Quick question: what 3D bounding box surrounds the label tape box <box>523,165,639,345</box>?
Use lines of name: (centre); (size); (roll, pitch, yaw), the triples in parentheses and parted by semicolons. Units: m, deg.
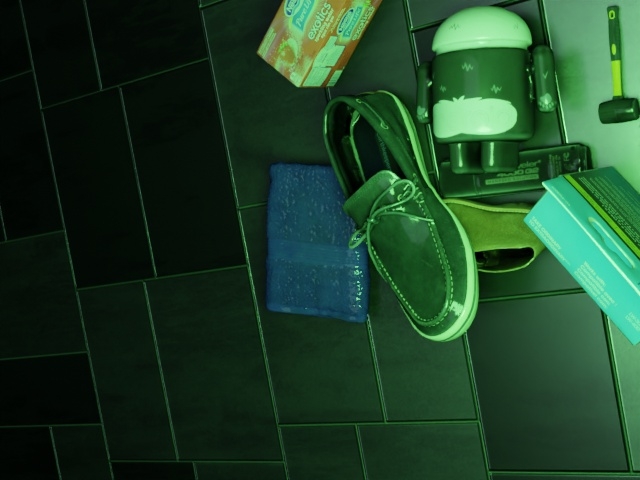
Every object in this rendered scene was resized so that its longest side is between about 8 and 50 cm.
label tape box: (0.437, 0.021, 1.436); (0.249, 0.347, 0.115); (52, 121, 16)

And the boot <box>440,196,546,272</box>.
boot: (0.252, -0.003, 1.682); (0.305, 0.115, 0.112); (-2, 124, 36)

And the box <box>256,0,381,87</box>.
box: (0.010, -0.421, 1.775); (0.122, 0.128, 0.257); (42, 118, 20)

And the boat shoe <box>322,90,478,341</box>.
boat shoe: (0.124, -0.052, 1.664); (0.187, 0.156, 0.500); (-38, 59, 38)

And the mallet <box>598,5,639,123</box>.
mallet: (0.487, -0.283, 1.544); (0.062, 0.039, 0.190); (6, 97, 34)

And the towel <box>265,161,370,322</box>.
towel: (0.000, 0.000, 1.890); (0.227, 0.076, 0.308); (6, 101, 25)

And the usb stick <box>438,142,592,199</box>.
usb stick: (0.332, -0.118, 1.665); (0.278, 0.045, 0.077); (-5, 87, 34)

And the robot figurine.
robot figurine: (0.274, -0.250, 1.604); (0.209, 0.173, 0.278); (-2, 92, -3)
